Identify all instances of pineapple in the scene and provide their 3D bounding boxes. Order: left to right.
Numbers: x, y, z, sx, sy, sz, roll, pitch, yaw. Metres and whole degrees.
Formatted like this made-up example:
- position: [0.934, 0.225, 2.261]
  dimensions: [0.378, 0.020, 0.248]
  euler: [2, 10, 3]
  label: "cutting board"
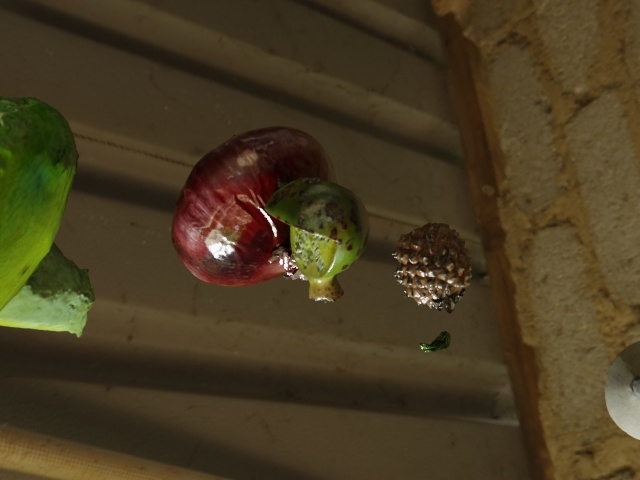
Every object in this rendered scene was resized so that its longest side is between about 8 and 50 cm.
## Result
- position: [0.238, 0.065, 1.667]
  dimensions: [0.166, 0.166, 0.193]
  euler: [5, -124, -38]
  label: "pineapple"

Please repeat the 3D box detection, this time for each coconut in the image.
- position: [0.700, 0.307, 1.627]
  dimensions: [0.241, 0.241, 0.241]
  euler: [20, -125, -30]
  label: "coconut"

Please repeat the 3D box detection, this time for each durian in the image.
- position: [-0.291, 0.016, 0.700]
  dimensions: [0.250, 0.139, 0.101]
  euler: [50, -128, -56]
  label: "durian"

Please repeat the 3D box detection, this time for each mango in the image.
- position: [-0.193, 0.000, 0.406]
  dimensions: [0.178, 0.119, 0.100]
  euler: [-45, -57, -2]
  label: "mango"

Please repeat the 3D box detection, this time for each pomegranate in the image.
- position: [0.009, -0.009, 1.078]
  dimensions: [0.122, 0.143, 0.169]
  euler: [-36, -72, -22]
  label: "pomegranate"

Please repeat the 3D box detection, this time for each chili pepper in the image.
- position: [0.234, 0.208, 1.610]
  dimensions: [0.091, 0.030, 0.034]
  euler: [-18, -107, -45]
  label: "chili pepper"

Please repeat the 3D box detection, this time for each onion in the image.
- position: [-0.097, -0.035, 1.475]
  dimensions: [0.348, 0.347, 0.285]
  euler: [-17, -126, -44]
  label: "onion"
